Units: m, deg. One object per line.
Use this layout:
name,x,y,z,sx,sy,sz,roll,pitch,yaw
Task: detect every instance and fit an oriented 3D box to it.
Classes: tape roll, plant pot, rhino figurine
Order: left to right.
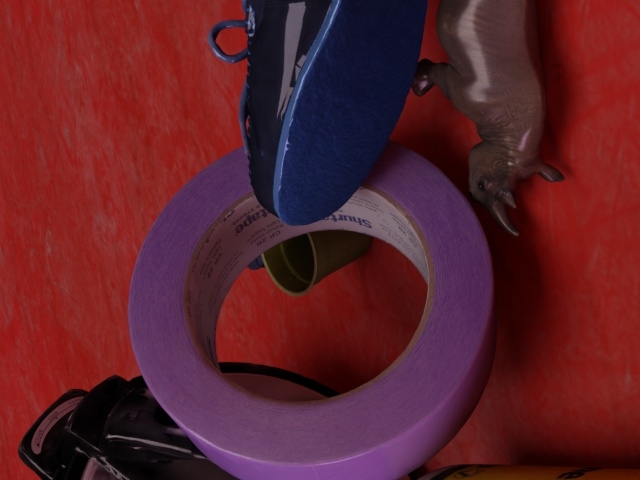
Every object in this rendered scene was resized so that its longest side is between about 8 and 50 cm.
tape roll,-0.003,0.052,0.868,0.275,0.275,0.090,51,170,28
plant pot,0.000,0.000,1.010,0.083,0.079,0.083,24,122,45
rhino figurine,0.119,-0.119,0.811,0.106,0.073,0.243,6,111,55

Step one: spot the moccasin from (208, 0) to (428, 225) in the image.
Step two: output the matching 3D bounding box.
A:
moccasin,0.006,-0.181,0.789,0.117,0.138,0.342,33,119,35

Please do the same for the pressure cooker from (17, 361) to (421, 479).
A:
pressure cooker,-0.092,0.315,1.023,0.420,0.370,0.375,118,145,-44

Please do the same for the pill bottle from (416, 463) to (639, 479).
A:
pill bottle,0.198,0.248,0.760,0.334,0.188,0.188,-13,94,54

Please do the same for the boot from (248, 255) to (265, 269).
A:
boot,-0.085,-0.007,1.128,0.190,0.069,0.086,-18,87,53
